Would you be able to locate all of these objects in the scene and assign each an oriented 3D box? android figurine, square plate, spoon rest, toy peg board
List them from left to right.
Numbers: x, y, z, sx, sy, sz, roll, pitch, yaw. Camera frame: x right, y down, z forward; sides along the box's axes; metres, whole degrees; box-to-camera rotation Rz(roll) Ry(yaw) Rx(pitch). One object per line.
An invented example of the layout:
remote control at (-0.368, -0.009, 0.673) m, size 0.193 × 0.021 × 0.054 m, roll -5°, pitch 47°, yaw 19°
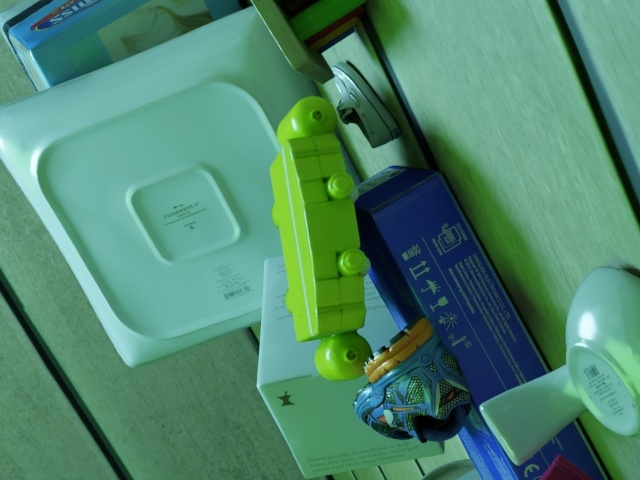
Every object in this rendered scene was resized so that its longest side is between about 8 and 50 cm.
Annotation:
square plate at (-0.134, -0.037, 1.782) m, size 0.344 × 0.347 × 0.049 m, roll 63°, pitch -160°, yaw -24°
toy peg board at (-0.018, -0.219, 1.375) m, size 0.161 × 0.079 × 0.160 m, roll 59°, pitch -172°, yaw 4°
android figurine at (0.000, 0.000, 1.480) m, size 0.273 × 0.056 × 0.248 m, roll 135°, pitch 126°, yaw -78°
spoon rest at (0.199, 0.095, 1.191) m, size 0.137 × 0.084 × 0.276 m, roll 57°, pitch 158°, yaw 4°

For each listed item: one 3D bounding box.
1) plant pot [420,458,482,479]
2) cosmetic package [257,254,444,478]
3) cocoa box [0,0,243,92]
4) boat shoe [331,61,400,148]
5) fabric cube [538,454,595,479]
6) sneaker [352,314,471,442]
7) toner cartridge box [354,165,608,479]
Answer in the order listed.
plant pot at (0.174, 0.384, 1.861) m, size 0.256 × 0.257 × 0.274 m, roll -134°, pitch 31°, yaw -57°
cosmetic package at (0.033, 0.114, 1.712) m, size 0.183 × 0.151 × 0.151 m, roll -88°, pitch -20°, yaw -46°
cocoa box at (-0.170, -0.145, 1.923) m, size 0.347 × 0.231 × 0.228 m, roll 62°, pitch 171°, yaw -24°
boat shoe at (0.031, -0.118, 1.508) m, size 0.100 × 0.035 × 0.035 m, roll 54°, pitch 171°, yaw 30°
fabric cube at (0.194, 0.360, 1.255) m, size 0.254 × 0.258 × 0.259 m, roll 37°, pitch 165°, yaw 19°
sneaker at (0.083, 0.141, 1.463) m, size 0.087 × 0.083 × 0.221 m, roll 51°, pitch 171°, yaw 15°
toner cartridge box at (0.137, 0.100, 1.526) m, size 0.347 × 0.075 × 0.165 m, roll 61°, pitch 173°, yaw -10°
